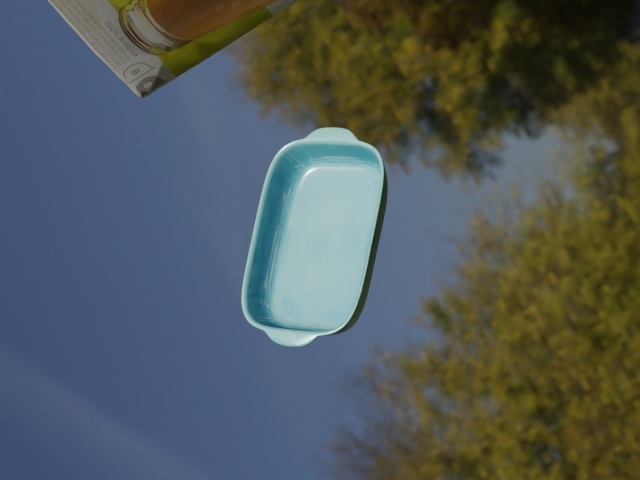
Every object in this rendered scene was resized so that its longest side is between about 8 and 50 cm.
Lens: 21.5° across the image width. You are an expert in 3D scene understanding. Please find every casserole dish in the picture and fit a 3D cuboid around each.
[{"bbox_3d":[0.000,0.000,1.394,0.037,0.114,0.188,32,-114,-57],"label":"casserole dish"}]

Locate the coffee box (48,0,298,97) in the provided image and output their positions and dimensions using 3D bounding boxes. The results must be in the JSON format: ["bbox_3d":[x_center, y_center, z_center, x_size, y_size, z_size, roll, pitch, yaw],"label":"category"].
[{"bbox_3d":[-0.160,-0.420,1.621,0.337,0.334,0.338,49,-166,-51],"label":"coffee box"}]
